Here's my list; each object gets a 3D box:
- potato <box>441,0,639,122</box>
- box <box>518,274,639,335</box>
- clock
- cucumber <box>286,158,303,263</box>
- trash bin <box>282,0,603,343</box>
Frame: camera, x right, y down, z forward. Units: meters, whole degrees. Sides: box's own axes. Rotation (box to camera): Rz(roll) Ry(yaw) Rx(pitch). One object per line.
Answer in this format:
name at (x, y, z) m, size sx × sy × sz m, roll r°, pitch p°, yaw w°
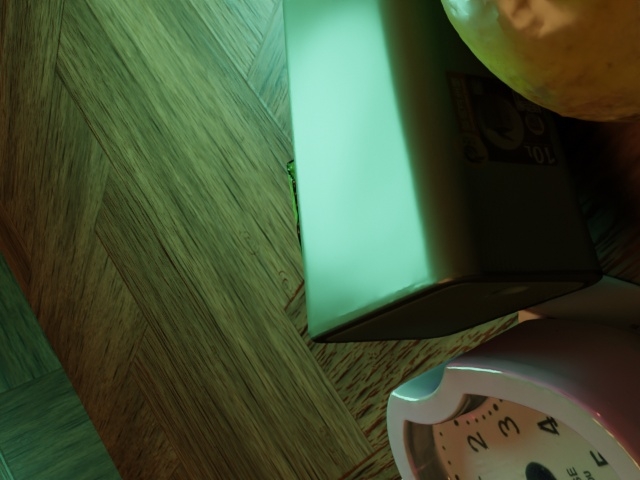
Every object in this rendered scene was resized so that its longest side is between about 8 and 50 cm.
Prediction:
potato at (0.183, -0.205, 0.516) m, size 0.242 × 0.243 × 0.285 m, roll 39°, pitch 139°, yaw 35°
box at (0.296, 0.157, 0.650) m, size 0.260 × 0.111 × 0.194 m, roll 20°, pitch 124°, yaw 46°
clock at (0.203, 0.227, 0.635) m, size 0.338 × 0.102 × 0.338 m, roll 35°, pitch 137°, yaw 40°
cucumber at (0.003, -0.001, 1.015) m, size 0.078 × 0.062 × 0.211 m, roll -104°, pitch 4°, yaw -62°
trash bin at (0.076, -0.099, 0.682) m, size 0.223 × 0.158 × 0.343 m, roll -32°, pitch 63°, yaw 56°
